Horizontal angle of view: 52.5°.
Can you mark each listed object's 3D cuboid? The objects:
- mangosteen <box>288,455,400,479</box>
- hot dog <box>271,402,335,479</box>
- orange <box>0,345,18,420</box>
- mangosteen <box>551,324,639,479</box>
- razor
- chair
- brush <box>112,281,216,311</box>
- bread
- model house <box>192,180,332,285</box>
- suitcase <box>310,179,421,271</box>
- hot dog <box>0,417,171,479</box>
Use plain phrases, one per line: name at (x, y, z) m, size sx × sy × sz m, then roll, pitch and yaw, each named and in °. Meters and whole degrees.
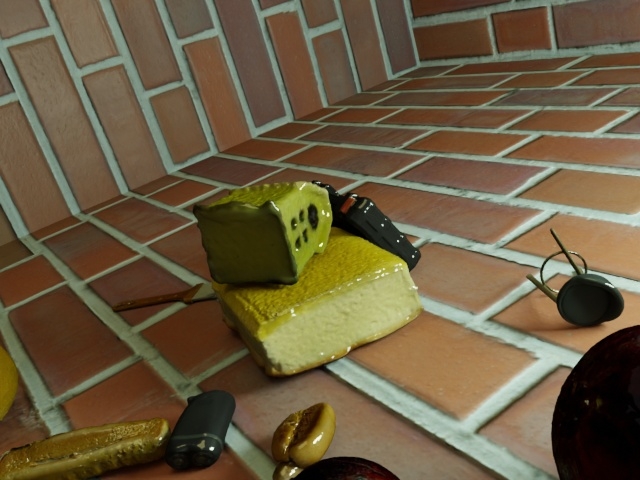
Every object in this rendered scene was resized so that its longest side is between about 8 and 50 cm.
mangosteen at (0.020, 0.334, 0.635) m, size 0.216 × 0.216 × 0.216 m, roll -15°, pitch 22°, yaw 6°
hot dog at (-0.025, 0.293, 0.938) m, size 0.090 × 0.060 × 0.140 m, roll -13°, pitch 15°, yaw 21°
orange at (-0.706, 0.285, 1.247) m, size 0.236 × 0.236 × 0.236 m, roll -15°, pitch 22°, yaw 6°
mangosteen at (0.375, 0.212, 0.654) m, size 0.262 × 0.235 × 0.235 m, roll 21°, pitch 28°, yaw 3°
razor at (-0.189, 0.299, 1.043) m, size 0.090 × 0.054 × 0.148 m, roll -9°, pitch 24°, yaw 11°
chair at (0.420, 0.073, 1.097) m, size 0.095 × 0.104 × 0.221 m, roll -40°, pitch 14°, yaw 12°
brush at (-0.386, 0.144, 1.618) m, size 0.315 × 0.017 × 0.090 m, roll -11°, pitch 20°, yaw 17°
bread at (-0.019, 0.106, 1.264) m, size 0.324 × 0.143 × 0.333 m, roll -23°, pitch 22°, yaw -17°
model house at (-0.096, -0.040, 1.243) m, size 0.194 × 0.174 × 0.234 m, roll -4°, pitch 27°, yaw 28°
suitcase at (0.083, -0.034, 1.444) m, size 0.066 × 0.206 × 0.285 m, roll -50°, pitch 28°, yaw -6°
hot dog at (-0.378, 0.349, 1.053) m, size 0.289 × 0.068 × 0.083 m, roll -12°, pitch 45°, yaw 2°
